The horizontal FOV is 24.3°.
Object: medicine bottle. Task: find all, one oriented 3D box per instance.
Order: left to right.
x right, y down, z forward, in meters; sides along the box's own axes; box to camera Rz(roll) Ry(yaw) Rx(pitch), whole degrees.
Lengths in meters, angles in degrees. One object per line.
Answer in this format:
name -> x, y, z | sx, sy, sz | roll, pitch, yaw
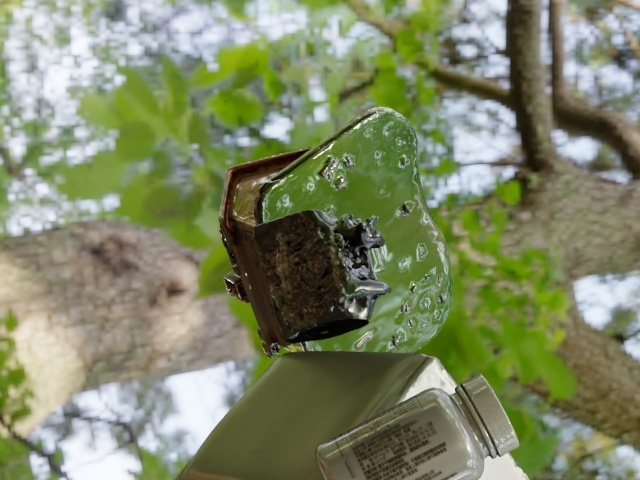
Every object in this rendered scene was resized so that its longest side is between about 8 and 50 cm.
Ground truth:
medicine bottle -> 0.073, 0.159, 1.113 | 0.079, 0.140, 0.079 | 62, -2, 4

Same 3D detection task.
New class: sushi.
sushi -> 0.004, 0.024, 1.069 | 0.085, 0.056, 0.083 | -17, -113, 28

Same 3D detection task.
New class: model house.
model house -> 0.000, 0.001, 1.533 | 0.154, 0.207, 0.293 | 23, -38, 44

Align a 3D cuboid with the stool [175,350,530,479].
stool -> 0.052, 0.247, 1.335 | 0.269, 0.170, 0.244 | 51, -28, -21
